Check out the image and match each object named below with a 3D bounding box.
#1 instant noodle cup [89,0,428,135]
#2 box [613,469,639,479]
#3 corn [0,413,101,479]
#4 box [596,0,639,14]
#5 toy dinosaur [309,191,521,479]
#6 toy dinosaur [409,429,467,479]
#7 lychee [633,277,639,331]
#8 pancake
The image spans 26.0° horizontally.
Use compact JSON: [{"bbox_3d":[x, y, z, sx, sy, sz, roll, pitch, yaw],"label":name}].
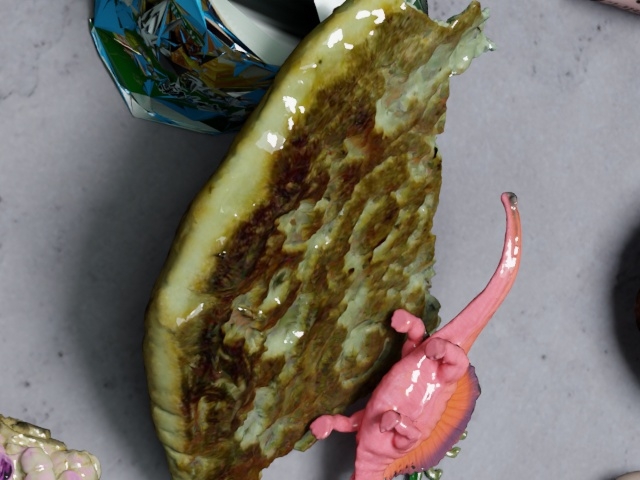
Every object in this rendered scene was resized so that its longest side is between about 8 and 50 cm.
[{"bbox_3d":[-0.046,-0.201,1.047,0.240,0.178,0.240,0,89,-24],"label":"instant noodle cup"},{"bbox_3d":[0.321,0.290,1.246,0.200,0.088,0.146,29,87,-21],"label":"box"},{"bbox_3d":[-0.254,0.289,0.972,0.127,0.127,0.335,19,81,-23],"label":"corn"},{"bbox_3d":[0.304,-0.259,1.228,0.135,0.151,0.151,8,85,-17],"label":"box"},{"bbox_3d":[0.107,0.108,1.119,0.286,0.070,0.139,-55,135,-2],"label":"toy dinosaur"},{"bbox_3d":[0.084,0.177,1.184,0.060,0.029,0.119,28,82,-7],"label":"toy dinosaur"},{"bbox_3d":[0.410,0.052,1.212,0.261,0.261,0.260,1,88,-24],"label":"lychee"},{"bbox_3d":[-0.004,0.003,1.027,0.305,0.067,0.426,-25,136,-37],"label":"pancake"}]
